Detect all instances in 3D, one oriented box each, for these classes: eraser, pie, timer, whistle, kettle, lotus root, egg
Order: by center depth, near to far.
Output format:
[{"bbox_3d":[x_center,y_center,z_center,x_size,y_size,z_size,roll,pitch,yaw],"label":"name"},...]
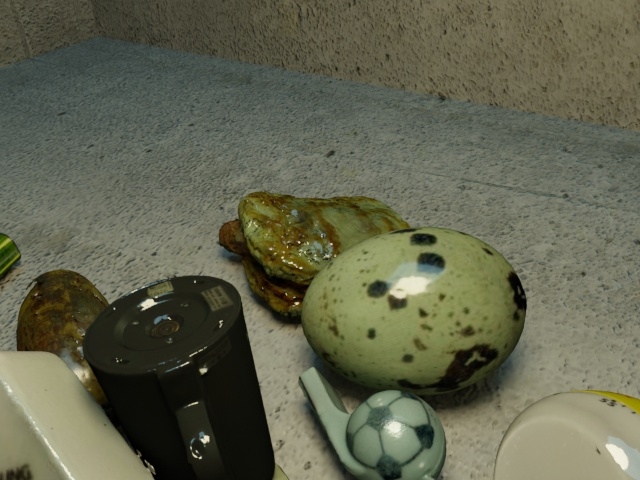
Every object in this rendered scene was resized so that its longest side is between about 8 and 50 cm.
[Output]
[{"bbox_3d":[-0.376,0.336,0.712,0.331,0.331,0.150,12,-5,17],"label":"eraser"},{"bbox_3d":[0.392,0.325,0.767,0.285,0.285,0.285,0,34,0],"label":"timer"},{"bbox_3d":[-0.153,0.234,0.810,0.262,0.308,0.203,13,36,38],"label":"kettle"},{"bbox_3d":[0.094,0.280,0.906,0.163,0.164,0.290,-14,37,-19],"label":"whistle"},{"bbox_3d":[-0.420,0.194,1.008,0.179,0.196,0.397,-21,41,-19],"label":"lotus root"},{"bbox_3d":[0.157,0.118,1.026,0.379,0.288,0.288,3,34,3],"label":"egg"},{"bbox_3d":[0.026,0.002,1.306,0.418,0.180,0.395,-11,34,-27],"label":"pie"}]

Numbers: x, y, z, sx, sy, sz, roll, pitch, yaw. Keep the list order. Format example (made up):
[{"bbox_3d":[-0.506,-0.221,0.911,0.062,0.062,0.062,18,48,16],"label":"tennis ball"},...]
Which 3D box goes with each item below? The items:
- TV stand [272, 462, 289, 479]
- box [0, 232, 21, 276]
[{"bbox_3d":[-0.014,0.404,0.824,0.036,0.042,0.249,-36,42,-13],"label":"TV stand"},{"bbox_3d":[-0.775,0.113,1.218,0.134,0.097,0.345,-1,33,14],"label":"box"}]
